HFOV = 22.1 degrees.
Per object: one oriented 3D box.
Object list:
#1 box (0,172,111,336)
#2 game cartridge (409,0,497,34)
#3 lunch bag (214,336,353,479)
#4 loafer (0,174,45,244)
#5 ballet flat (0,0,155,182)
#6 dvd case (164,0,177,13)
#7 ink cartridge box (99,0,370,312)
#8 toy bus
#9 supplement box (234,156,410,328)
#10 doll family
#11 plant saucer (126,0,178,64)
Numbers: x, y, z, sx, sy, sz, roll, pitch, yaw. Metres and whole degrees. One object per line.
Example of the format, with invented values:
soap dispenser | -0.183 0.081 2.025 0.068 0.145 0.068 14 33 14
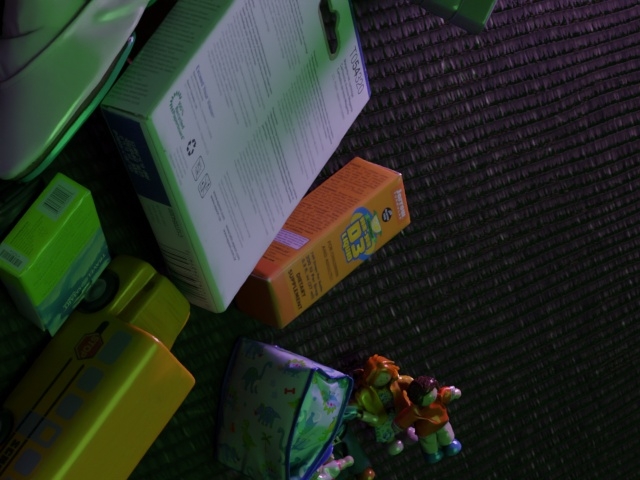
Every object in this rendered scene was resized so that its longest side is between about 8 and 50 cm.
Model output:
box | -0.258 0.017 1.594 0.109 0.042 0.178 -54 168 -18
game cartridge | 0.158 -0.428 1.809 0.230 0.068 0.355 28 81 -7
lunch bag | -0.049 0.203 1.869 0.096 0.128 0.151 23 87 -48
loafer | -0.346 0.011 1.527 0.223 0.076 0.078 -40 136 -24
ballet flat | -0.218 -0.237 1.547 0.400 0.139 0.139 -56 137 -22
dvd case | -0.086 -0.216 1.759 0.164 0.018 0.221 -36 128 -32
ink cartridge box | -0.075 -0.144 1.686 0.330 0.071 0.324 -57 152 -27
toy bus | -0.241 0.179 1.653 0.333 0.130 0.108 -54 136 -18
supplement box | 0.000 0.000 1.886 0.233 0.080 0.078 -41 133 -32
doll family | 0.042 0.230 2.011 0.263 0.118 0.163 -33 135 -13
plant saucer | -0.172 -0.214 1.658 0.083 0.013 0.083 -14 119 -26
